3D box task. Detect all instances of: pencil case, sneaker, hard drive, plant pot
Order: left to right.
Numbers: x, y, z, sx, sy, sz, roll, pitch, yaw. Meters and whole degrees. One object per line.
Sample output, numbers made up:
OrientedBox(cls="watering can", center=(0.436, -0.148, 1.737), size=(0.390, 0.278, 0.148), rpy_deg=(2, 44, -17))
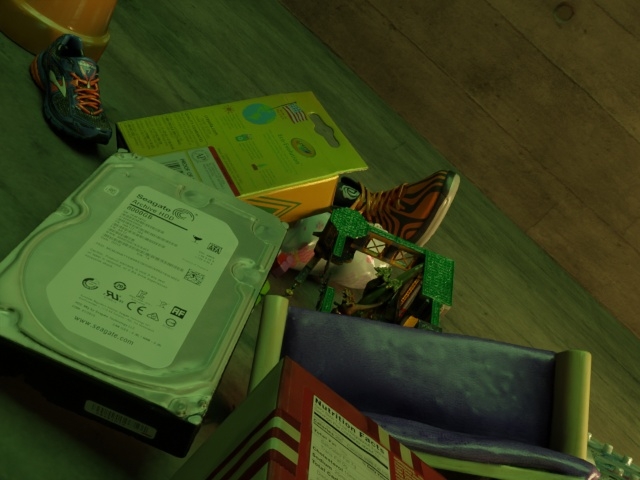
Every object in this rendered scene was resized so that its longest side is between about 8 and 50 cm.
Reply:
OrientedBox(cls="plant pot", center=(-0.415, -0.420, 1.142), size=(0.205, 0.188, 0.205), rpy_deg=(35, 24, -18))
OrientedBox(cls="sneaker", center=(-0.360, -0.225, 1.019), size=(0.083, 0.087, 0.221), rpy_deg=(7, 41, -53))
OrientedBox(cls="hard drive", center=(-0.182, 0.038, 0.734), size=(0.236, 0.064, 0.339), rpy_deg=(25, 34, -2))
OrientedBox(cls="pencil case", center=(0.000, 0.000, 1.162), size=(0.273, 0.124, 0.114), rpy_deg=(19, 36, -43))
OrientedBox(cls="sneaker", center=(0.112, -0.060, 1.281), size=(0.180, 0.321, 0.125), rpy_deg=(33, 56, -6))

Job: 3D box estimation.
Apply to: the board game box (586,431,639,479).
OrientedBox(cls="board game box", center=(0.358, 0.293, 1.048), size=(0.389, 0.050, 0.390), rpy_deg=(21, 4, -28))

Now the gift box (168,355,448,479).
OrientedBox(cls="gift box", center=(-0.037, 0.272, 0.440), size=(0.255, 0.258, 0.276), rpy_deg=(40, 15, -6))

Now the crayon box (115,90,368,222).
OrientedBox(cls="crayon box", center=(-0.115, -0.111, 1.024), size=(0.318, 0.081, 0.202), rpy_deg=(-15, 53, -23))

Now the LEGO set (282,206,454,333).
OrientedBox(cls="LEGO set", center=(0.058, 0.134, 1.011), size=(0.254, 0.192, 0.331), rpy_deg=(17, 43, -12))

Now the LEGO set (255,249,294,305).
OrientedBox(cls="LEGO set", center=(-0.125, 0.050, 0.913), size=(0.093, 0.087, 0.227), rpy_deg=(54, 22, -7))

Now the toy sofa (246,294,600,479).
OrientedBox(cls="toy sofa", center=(0.105, 0.163, 0.747), size=(0.362, 0.150, 0.177), rpy_deg=(10, -17, -3))

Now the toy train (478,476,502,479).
OrientedBox(cls="toy train", center=(0.342, 0.428, 0.910), size=(0.190, 0.142, 0.334), rpy_deg=(12, 23, -36))
